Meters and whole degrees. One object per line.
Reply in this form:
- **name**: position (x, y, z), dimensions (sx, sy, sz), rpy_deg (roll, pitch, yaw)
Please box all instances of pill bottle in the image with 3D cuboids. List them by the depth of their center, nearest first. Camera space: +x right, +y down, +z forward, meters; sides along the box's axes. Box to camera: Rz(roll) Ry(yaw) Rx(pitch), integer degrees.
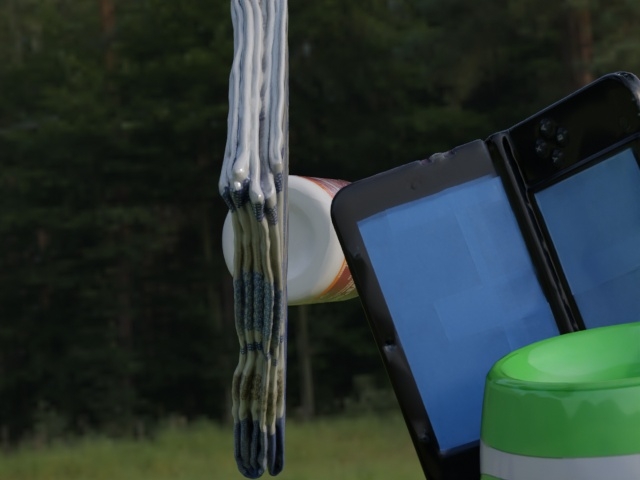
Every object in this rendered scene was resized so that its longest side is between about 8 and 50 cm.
- **pill bottle**: position (0.000, 0.000, 1.665), dimensions (0.121, 0.121, 0.221), rpy_deg (-8, -3, 20)

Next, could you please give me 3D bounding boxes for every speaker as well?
- **speaker**: position (0.137, 0.184, 0.641), dimensions (0.131, 0.296, 0.131), rpy_deg (-10, 6, 1)

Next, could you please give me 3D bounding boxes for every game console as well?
- **game console**: position (0.089, 0.020, 0.710), dimensions (0.085, 0.144, 0.124), rpy_deg (-15, -8, -38)

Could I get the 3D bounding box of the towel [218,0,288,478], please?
- **towel**: position (-0.036, -0.013, 1.040), dimensions (0.034, 0.209, 0.285), rpy_deg (1, -40, 0)
